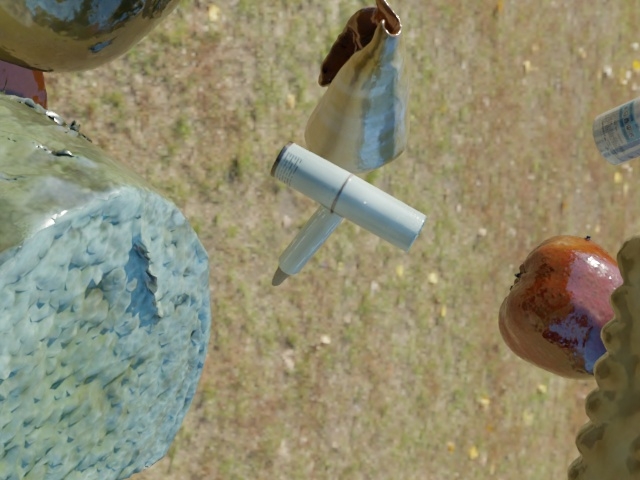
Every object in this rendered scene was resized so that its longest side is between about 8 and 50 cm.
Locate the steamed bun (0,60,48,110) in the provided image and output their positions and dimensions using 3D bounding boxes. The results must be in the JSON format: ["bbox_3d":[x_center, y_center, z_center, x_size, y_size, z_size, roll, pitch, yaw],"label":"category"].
[{"bbox_3d":[-0.438,-0.154,0.975,0.235,0.248,0.379,-35,142,-39],"label":"steamed bun"}]

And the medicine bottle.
[{"bbox_3d":[0.301,-0.107,0.872,0.052,0.089,0.052,18,61,-37],"label":"medicine bottle"}]

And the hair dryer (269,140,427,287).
[{"bbox_3d":[0.006,0.005,0.952,0.044,0.155,0.183,-52,169,-47],"label":"hair dryer"}]

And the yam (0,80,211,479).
[{"bbox_3d":[-0.211,-0.001,0.477,0.202,0.271,0.201,-20,132,-60],"label":"yam"}]

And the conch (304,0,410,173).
[{"bbox_3d":[0.068,-0.178,1.157,0.255,0.127,0.158,128,-29,-57],"label":"conch"}]

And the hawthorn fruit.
[{"bbox_3d":[0.340,0.097,1.229,0.185,0.202,0.185,-47,158,-25],"label":"hawthorn fruit"}]

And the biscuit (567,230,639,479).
[{"bbox_3d":[0.206,0.165,0.445,0.044,0.217,0.324,7,96,-40],"label":"biscuit"}]

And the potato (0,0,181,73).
[{"bbox_3d":[-0.182,-0.231,0.799,0.299,0.239,0.116,-33,78,-39],"label":"potato"}]
